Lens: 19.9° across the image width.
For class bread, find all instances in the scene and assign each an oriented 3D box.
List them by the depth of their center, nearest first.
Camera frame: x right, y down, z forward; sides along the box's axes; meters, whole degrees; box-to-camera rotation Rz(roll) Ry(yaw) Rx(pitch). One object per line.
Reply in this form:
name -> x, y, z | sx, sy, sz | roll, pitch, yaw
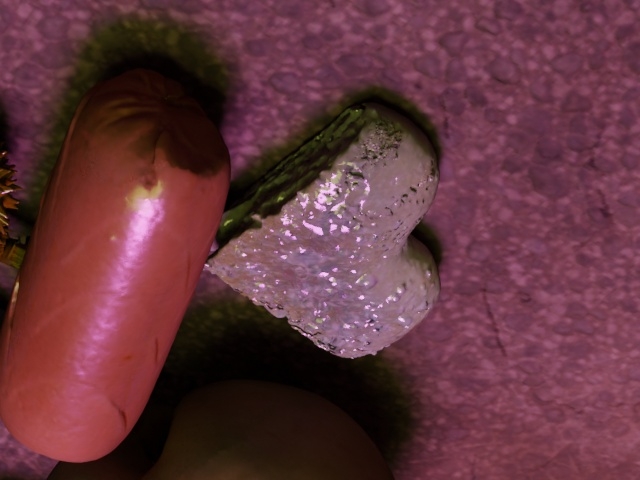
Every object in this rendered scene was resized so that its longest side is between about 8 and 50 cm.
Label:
bread -> 0.000, 0.000, 1.271 | 0.172, 0.064, 0.232 | 3, 136, 3

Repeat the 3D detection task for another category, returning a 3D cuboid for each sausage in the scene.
sausage -> -0.146, 0.021, 1.257 | 0.121, 0.121, 0.304 | 17, 129, -9

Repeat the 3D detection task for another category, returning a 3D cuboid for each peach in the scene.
peach -> -0.071, 0.247, 1.405 | 0.292, 0.247, 0.292 | 0, 111, 1

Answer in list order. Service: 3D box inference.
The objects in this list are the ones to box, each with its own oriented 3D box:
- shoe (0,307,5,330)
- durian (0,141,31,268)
shoe -> -0.338, 0.066, 1.359 | 0.251, 0.100, 0.103 | 11, 121, -47
durian -> -0.297, -0.013, 1.250 | 0.237, 0.138, 0.193 | 30, 134, -24
